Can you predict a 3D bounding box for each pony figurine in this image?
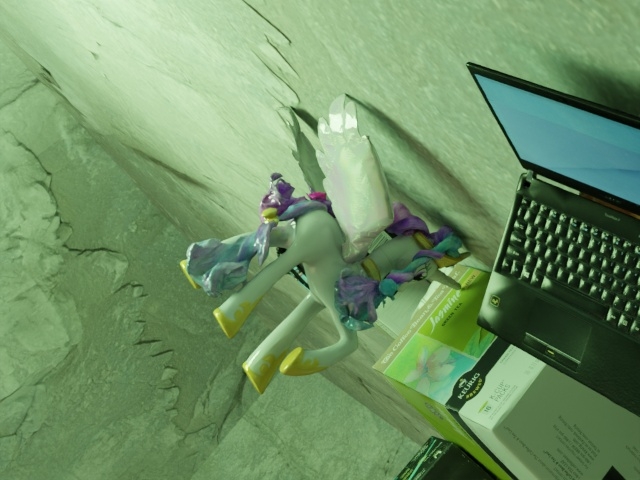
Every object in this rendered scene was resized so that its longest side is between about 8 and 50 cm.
[{"bbox_3d":[0.000,0.000,1.528,0.351,0.363,0.303,60,171,-15],"label":"pony figurine"}]

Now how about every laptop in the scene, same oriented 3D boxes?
[{"bbox_3d":[0.219,0.003,0.982,0.137,0.264,0.234,1,-160,-41],"label":"laptop"}]

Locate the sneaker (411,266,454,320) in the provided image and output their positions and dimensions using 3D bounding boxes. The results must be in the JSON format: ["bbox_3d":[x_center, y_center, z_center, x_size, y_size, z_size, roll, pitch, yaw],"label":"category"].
[{"bbox_3d":[0.189,0.134,1.777,0.090,0.115,0.232,35,159,29],"label":"sneaker"}]

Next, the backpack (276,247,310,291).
[{"bbox_3d":[0.014,0.047,2.077,0.173,0.117,0.158,39,169,12],"label":"backpack"}]

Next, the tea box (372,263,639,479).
[{"bbox_3d":[0.308,0.237,1.575,0.329,0.220,0.323,46,167,-26],"label":"tea box"}]

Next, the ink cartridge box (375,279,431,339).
[{"bbox_3d":[0.195,0.154,1.915,0.209,0.109,0.062,40,169,1],"label":"ink cartridge box"}]

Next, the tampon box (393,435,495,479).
[{"bbox_3d":[0.181,0.375,1.655,0.101,0.120,0.161,42,172,1],"label":"tampon box"}]

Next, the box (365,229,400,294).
[{"bbox_3d":[0.066,0.002,1.798,0.156,0.093,0.158,44,170,-17],"label":"box"}]

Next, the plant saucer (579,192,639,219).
[{"bbox_3d":[0.335,-0.002,1.034,0.200,0.037,0.200,40,169,9],"label":"plant saucer"}]
